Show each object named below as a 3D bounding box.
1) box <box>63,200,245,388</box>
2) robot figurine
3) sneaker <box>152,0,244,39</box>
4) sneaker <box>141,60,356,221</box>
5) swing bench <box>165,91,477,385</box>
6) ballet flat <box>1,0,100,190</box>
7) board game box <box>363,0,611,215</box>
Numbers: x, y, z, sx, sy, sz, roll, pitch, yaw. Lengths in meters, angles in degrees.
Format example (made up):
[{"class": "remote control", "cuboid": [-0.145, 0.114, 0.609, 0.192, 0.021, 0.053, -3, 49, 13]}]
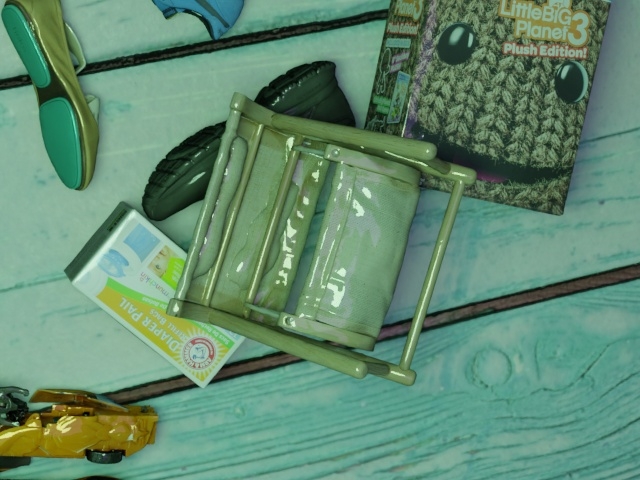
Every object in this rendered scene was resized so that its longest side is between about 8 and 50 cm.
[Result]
[{"class": "box", "cuboid": [-0.185, 0.064, 1.477, 0.203, 0.103, 0.114, 41, 85, -17]}, {"class": "robot figurine", "cuboid": [-0.342, 0.263, 1.470, 0.291, 0.085, 0.211, 5, 96, -17]}, {"class": "sneaker", "cuboid": [-0.184, -0.308, 1.445, 0.209, 0.069, 0.082, 32, 92, -18]}, {"class": "sneaker", "cuboid": [-0.077, -0.095, 1.488, 0.286, 0.109, 0.130, -33, 109, -8]}, {"class": "swing bench", "cuboid": [0.000, 0.000, 1.375, 0.254, 0.165, 0.253, 17, 88, 26]}, {"class": "ballet flat", "cuboid": [-0.289, -0.174, 1.434, 0.073, 0.080, 0.232, -29, 109, -41]}, {"class": "board game box", "cuboid": [0.197, -0.197, 1.530, 0.232, 0.141, 0.291, 10, 95, -17]}]
